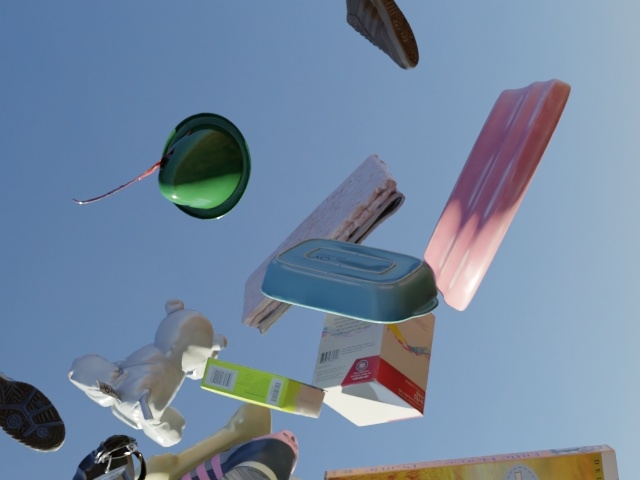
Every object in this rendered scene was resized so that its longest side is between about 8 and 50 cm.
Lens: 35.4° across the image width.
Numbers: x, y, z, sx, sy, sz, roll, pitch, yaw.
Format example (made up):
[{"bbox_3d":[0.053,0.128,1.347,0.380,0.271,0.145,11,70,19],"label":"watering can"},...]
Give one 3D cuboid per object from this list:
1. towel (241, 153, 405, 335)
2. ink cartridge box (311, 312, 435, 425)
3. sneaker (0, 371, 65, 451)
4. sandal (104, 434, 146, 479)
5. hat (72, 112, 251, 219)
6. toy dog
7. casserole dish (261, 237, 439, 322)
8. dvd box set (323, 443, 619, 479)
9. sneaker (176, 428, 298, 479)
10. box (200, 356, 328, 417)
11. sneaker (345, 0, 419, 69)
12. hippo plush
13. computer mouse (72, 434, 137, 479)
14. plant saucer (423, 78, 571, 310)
[{"bbox_3d":[0.000,0.000,1.674,0.053,0.332,0.317,45,-174,-10],"label":"towel"},{"bbox_3d":[0.083,0.171,1.526,0.127,0.128,0.176,39,-131,-36],"label":"ink cartridge box"},{"bbox_3d":[-0.464,0.239,1.494,0.080,0.211,0.081,-52,-6,-15],"label":"sneaker"},{"bbox_3d":[-0.286,0.339,1.497,0.072,0.049,0.180,61,174,-15],"label":"sandal"},{"bbox_3d":[-0.237,-0.104,1.606,0.208,0.173,0.183,-57,-18,21],"label":"hat"},{"bbox_3d":[-0.119,0.568,1.784,0.284,0.408,0.395,-21,-42,-23],"label":"toy dog"},{"bbox_3d":[0.028,0.035,0.995,0.114,0.188,0.037,-29,-56,-53],"label":"casserole dish"},{"bbox_3d":[0.227,0.467,1.441,0.062,0.420,0.307,40,-135,-87],"label":"dvd box set"},{"bbox_3d":[-0.151,0.390,1.591,0.112,0.319,0.131,54,-140,-10],"label":"sneaker"},{"bbox_3d":[-0.066,0.186,1.250,0.178,0.109,0.042,40,-117,-69],"label":"box"},{"bbox_3d":[0.081,-0.333,1.518,0.066,0.071,0.188,-26,-92,-57],"label":"sneaker"},{"bbox_3d":[-0.319,0.222,1.898,0.236,0.234,0.294,-56,-15,-19],"label":"hippo plush"},{"bbox_3d":[-0.267,0.264,1.225,0.071,0.242,0.041,-22,-104,-26],"label":"computer mouse"},{"bbox_3d":[0.226,-0.070,1.339,0.332,0.084,0.332,-62,-8,-16],"label":"plant saucer"}]
